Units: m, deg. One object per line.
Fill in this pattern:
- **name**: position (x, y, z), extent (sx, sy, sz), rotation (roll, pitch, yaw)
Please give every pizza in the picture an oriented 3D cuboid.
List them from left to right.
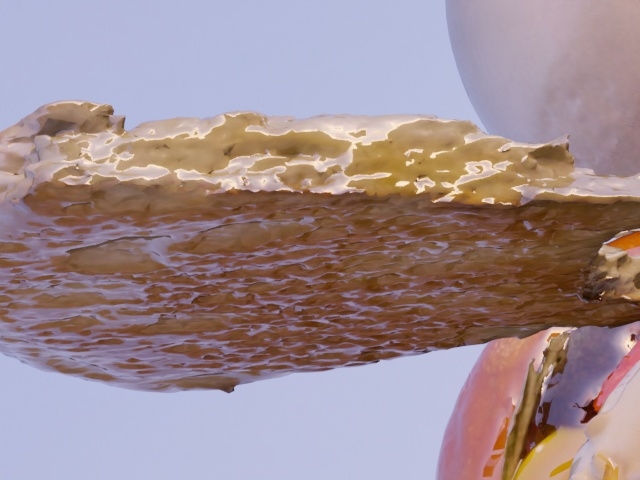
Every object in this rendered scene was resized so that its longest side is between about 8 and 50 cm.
- **pizza**: position (0.000, 0.000, 0.509), extent (0.181, 0.262, 0.034), rotation (43, -136, -59)

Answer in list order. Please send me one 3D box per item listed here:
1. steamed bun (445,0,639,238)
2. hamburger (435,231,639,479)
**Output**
- **steamed bun**: position (0.232, -0.145, 0.979), extent (0.324, 0.324, 0.206), rotation (-53, 6, -3)
- **hamburger**: position (0.230, 0.146, 0.811), extent (0.330, 0.330, 0.250), rotation (-52, 12, -5)
